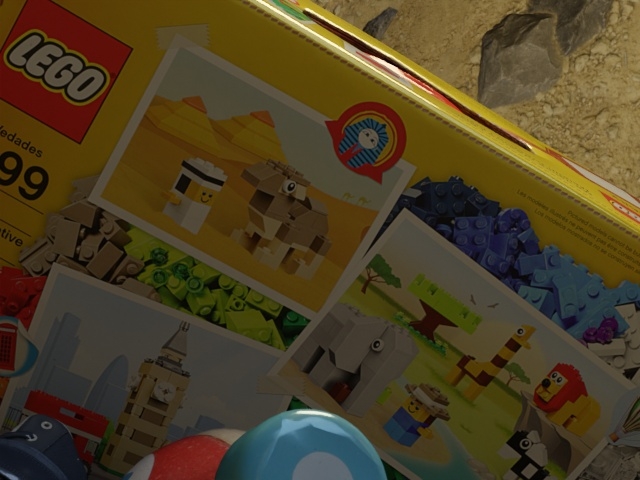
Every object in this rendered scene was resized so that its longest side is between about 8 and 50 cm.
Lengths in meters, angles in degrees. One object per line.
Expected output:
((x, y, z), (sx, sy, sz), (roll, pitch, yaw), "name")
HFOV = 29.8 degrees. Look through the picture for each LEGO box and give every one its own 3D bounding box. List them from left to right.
((-0.027, 0.046, 0.832), (0.500, 0.372, 0.193), (29, 14, -8), "LEGO box")

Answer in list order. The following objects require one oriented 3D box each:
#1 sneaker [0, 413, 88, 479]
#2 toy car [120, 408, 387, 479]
((-0.230, 0.131, 0.662), (0.226, 0.086, 0.163), (40, 23, -6), "sneaker")
((-0.087, 0.215, 0.534), (0.238, 0.219, 0.210), (-20, 78, -34), "toy car")
